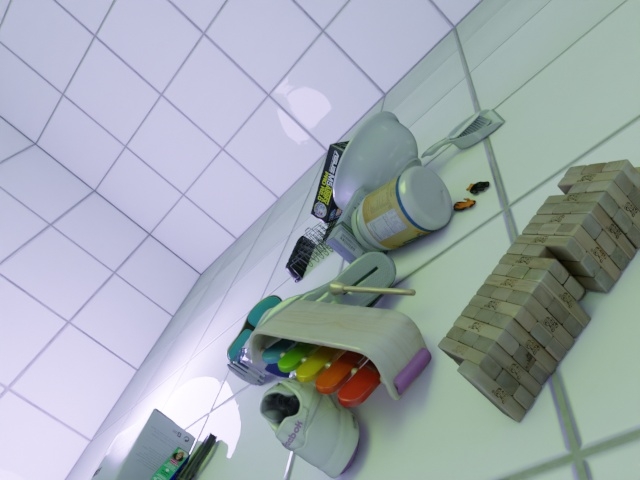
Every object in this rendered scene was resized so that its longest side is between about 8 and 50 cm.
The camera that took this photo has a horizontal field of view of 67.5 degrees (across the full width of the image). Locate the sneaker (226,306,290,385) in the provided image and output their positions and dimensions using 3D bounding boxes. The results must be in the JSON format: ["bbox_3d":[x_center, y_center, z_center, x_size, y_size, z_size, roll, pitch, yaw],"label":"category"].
[{"bbox_3d":[-0.110,0.238,1.175,0.315,0.127,0.182,-32,24,53],"label":"sneaker"}]

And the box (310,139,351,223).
[{"bbox_3d":[0.098,-0.180,1.368,0.270,0.060,0.216,-23,-42,-50],"label":"box"}]

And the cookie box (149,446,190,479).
[{"bbox_3d":[-0.364,0.565,1.139,0.107,0.040,0.092,-44,-23,-62],"label":"cookie box"}]

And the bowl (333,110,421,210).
[{"bbox_3d":[0.176,-0.181,1.285,0.298,0.134,0.298,-40,-31,-30],"label":"bowl"}]

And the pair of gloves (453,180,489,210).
[{"bbox_3d":[0.317,-0.093,1.009,0.083,0.010,0.074,-48,13,-9],"label":"pair of gloves"}]

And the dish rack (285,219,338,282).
[{"bbox_3d":[0.000,0.000,1.587,0.271,0.074,0.208,-37,19,32],"label":"dish rack"}]

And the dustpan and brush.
[{"bbox_3d":[0.358,-0.271,1.242,0.211,0.060,0.147,-42,16,23],"label":"dustpan and brush"}]

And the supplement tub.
[{"bbox_3d":[0.176,-0.063,1.073,0.199,0.144,0.144,-31,23,50],"label":"supplement tub"}]

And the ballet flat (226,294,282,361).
[{"bbox_3d":[-0.202,0.269,1.479,0.248,0.086,0.086,-50,14,-3],"label":"ballet flat"}]

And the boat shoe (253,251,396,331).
[{"bbox_3d":[0.020,0.154,0.992,0.335,0.121,0.119,-31,-30,1],"label":"boat shoe"}]

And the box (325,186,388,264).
[{"bbox_3d":[0.108,-0.020,1.161,0.038,0.145,0.186,-29,25,50],"label":"box"}]

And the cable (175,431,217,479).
[{"bbox_3d":[-0.318,0.585,1.097,0.139,0.072,0.287,-60,-6,33],"label":"cable"}]

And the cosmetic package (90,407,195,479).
[{"bbox_3d":[-0.491,0.647,1.183,0.217,0.156,0.385,-39,16,26],"label":"cosmetic package"}]

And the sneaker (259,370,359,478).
[{"bbox_3d":[-0.029,0.261,0.819,0.114,0.152,0.305,-60,13,3],"label":"sneaker"}]

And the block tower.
[{"bbox_3d":[0.283,0.046,0.590,0.335,0.091,0.097,-51,14,-9],"label":"block tower"}]

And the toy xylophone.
[{"bbox_3d":[0.036,0.156,0.807,0.236,0.081,0.322,-28,22,-38],"label":"toy xylophone"}]
